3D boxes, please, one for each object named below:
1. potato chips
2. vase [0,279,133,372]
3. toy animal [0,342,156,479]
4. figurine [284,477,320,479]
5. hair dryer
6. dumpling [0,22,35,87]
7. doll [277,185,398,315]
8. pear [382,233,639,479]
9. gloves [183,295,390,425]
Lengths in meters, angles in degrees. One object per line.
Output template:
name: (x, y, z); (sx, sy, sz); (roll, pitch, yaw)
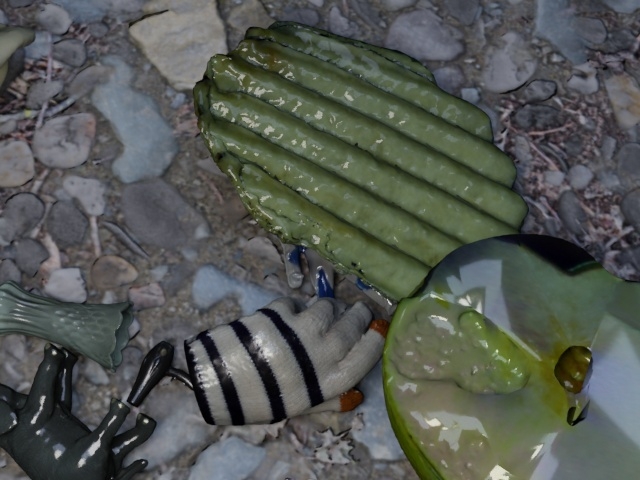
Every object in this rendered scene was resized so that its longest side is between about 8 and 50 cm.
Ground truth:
potato chips: (0.053, -0.101, 1.908); (0.429, 0.070, 0.358); (27, 47, -8)
vase: (-0.285, 0.088, 1.784); (0.149, 0.081, 0.081); (14, 60, 4)
toy animal: (-0.299, 0.173, 1.712); (0.269, 0.082, 0.137); (30, 89, 7)
figurine: (0.063, 0.335, 1.660); (0.257, 0.144, 0.182); (14, 56, -4)
hair dryer: (-0.162, 0.159, 1.790); (0.083, 0.031, 0.079); (28, 72, -1)
dumpling: (-0.466, -0.181, 1.816); (0.318, 0.243, 0.187); (-37, 102, -12)
doll: (0.000, 0.000, 1.882); (0.114, 0.057, 0.227); (-23, 69, -15)
pear: (0.244, 0.194, 1.740); (0.399, 0.165, 0.399); (5, 55, -8)
gloves: (-0.027, 0.125, 1.756); (0.219, 0.131, 0.140); (-15, 83, 1)
